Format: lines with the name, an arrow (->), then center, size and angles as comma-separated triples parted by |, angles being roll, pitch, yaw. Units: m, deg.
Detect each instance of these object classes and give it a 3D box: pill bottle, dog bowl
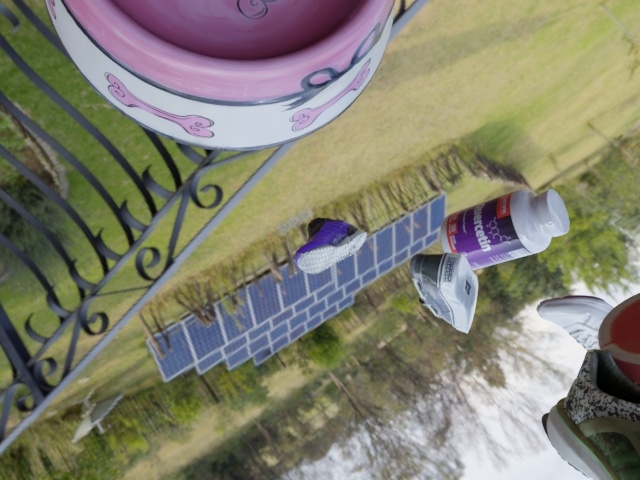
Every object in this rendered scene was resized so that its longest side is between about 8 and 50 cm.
pill bottle -> 0.511, -0.033, 1.597 | 0.322, 0.182, 0.181 | -22, 179, 42
dog bowl -> -0.094, -0.309, 0.595 | 0.407, 0.408, 0.150 | -35, -177, -11

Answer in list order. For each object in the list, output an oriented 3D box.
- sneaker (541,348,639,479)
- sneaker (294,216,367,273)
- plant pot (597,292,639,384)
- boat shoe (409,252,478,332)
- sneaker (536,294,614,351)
sneaker -> 0.451, 0.272, 0.734 | 0.157, 0.182, 0.410 | -2, -164, -19
sneaker -> 0.000, 0.001, 1.720 | 0.293, 0.146, 0.102 | -20, 144, -48
plant pot -> 0.591, 0.219, 0.910 | 0.274, 0.243, 0.275 | -32, -167, 8
boat shoe -> 0.176, 0.068, 0.800 | 0.219, 0.070, 0.078 | 52, 52, -56
sneaker -> 0.639, 0.217, 1.288 | 0.114, 0.304, 0.152 | 95, 13, -72
